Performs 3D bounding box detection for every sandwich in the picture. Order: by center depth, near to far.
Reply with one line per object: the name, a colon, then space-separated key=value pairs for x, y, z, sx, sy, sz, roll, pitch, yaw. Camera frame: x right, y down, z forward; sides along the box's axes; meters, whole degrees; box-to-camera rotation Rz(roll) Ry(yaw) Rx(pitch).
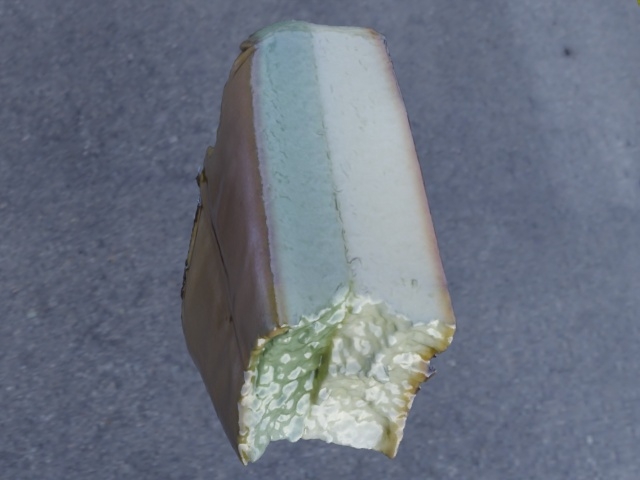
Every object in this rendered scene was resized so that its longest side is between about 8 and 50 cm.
sandwich: x=0.000 y=0.000 z=0.699 sx=0.108 sy=0.186 sz=0.220 roll=4 pitch=110 yaw=-21

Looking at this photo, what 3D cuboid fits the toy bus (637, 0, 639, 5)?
toy bus: x=0.317 y=-0.230 z=0.914 sx=0.081 sy=0.226 sz=0.074 roll=-1 pitch=70 yaw=-19
